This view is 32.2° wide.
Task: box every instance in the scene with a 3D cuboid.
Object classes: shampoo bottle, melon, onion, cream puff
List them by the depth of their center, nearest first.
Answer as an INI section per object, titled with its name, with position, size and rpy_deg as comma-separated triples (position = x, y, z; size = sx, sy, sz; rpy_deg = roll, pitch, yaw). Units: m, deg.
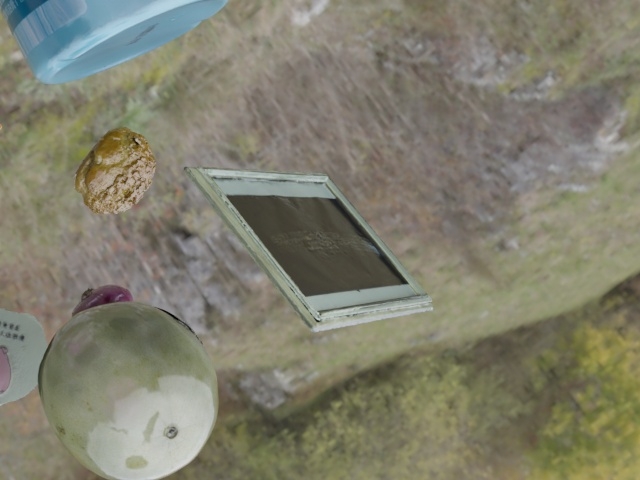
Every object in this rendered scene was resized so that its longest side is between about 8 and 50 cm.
[shampoo bottle]
position = -0.340, -0.446, 1.628
size = 0.331, 0.342, 0.331
rpy_deg = -26, -175, 2
[melon]
position = -0.302, 0.229, 1.739
size = 0.269, 0.330, 0.268
rpy_deg = -11, 112, -30
[cream puff]
position = -0.317, -0.103, 1.746
size = 0.144, 0.103, 0.126
rpy_deg = -53, 172, -4
[onion]
position = -0.376, 0.127, 1.932
size = 0.115, 0.104, 0.115
rpy_deg = -38, -160, 17

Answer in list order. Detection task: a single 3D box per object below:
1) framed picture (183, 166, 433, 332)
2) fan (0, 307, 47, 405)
[framed picture]
position = 0.000, 0.000, 1.243
size = 0.018, 0.231, 0.293
rpy_deg = -47, 160, 21
[fan]
position = -0.582, 0.268, 1.939
size = 0.182, 0.310, 0.010
rpy_deg = 12, 164, -4
